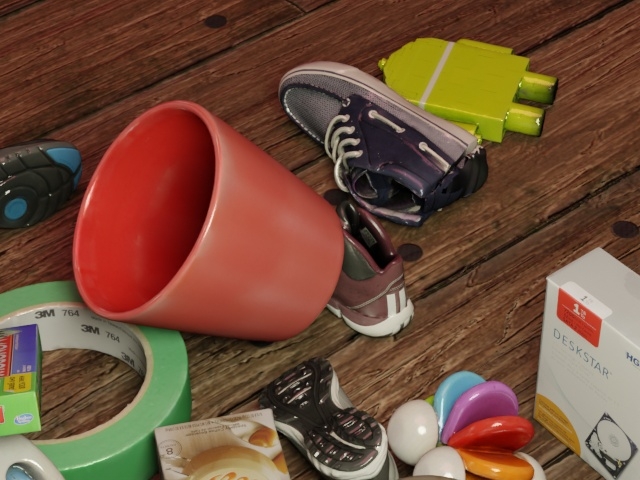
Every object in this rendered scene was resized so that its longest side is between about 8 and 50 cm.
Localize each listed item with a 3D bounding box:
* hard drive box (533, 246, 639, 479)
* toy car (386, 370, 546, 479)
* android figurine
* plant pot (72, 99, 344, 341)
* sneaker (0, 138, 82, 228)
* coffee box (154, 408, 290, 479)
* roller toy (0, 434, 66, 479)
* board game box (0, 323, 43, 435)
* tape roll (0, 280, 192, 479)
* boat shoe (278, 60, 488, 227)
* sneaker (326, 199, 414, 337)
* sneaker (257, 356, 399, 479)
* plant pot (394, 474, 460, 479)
[{"bbox_3d":[0.340,0.154,1.918,0.089,0.232,0.181,-27,47,-27],"label":"hard drive box"},{"bbox_3d":[0.176,0.222,1.890,0.159,0.136,0.182,7,34,-30],"label":"toy car"},{"bbox_3d":[0.206,-0.221,2.488,0.272,0.056,0.248,11,43,13],"label":"android figurine"},{"bbox_3d":[-0.122,-0.002,2.030,0.243,0.275,0.275,23,24,-40],"label":"plant pot"},{"bbox_3d":[-0.489,-0.072,2.280,0.340,0.125,0.139,-22,40,-25],"label":"sneaker"},{"bbox_3d":[-0.093,0.312,1.845,0.141,0.098,0.246,-10,42,-10],"label":"coffee box"},{"bbox_3d":[-0.362,0.292,1.807,0.191,0.209,0.146,30,49,17],"label":"roller toy"},{"bbox_3d":[-0.412,0.160,1.839,0.213,0.046,0.317,-9,11,-8],"label":"board game box"},{"bbox_3d":[-0.316,0.181,2.019,0.321,0.077,0.321,0,41,0],"label":"tape roll"},{"bbox_3d":[0.053,-0.136,2.335,0.340,0.127,0.158,24,39,25],"label":"boat shoe"},{"bbox_3d":[0.000,0.000,2.154,0.281,0.163,0.106,23,46,25],"label":"sneaker"},{"bbox_3d":[0.009,0.226,1.957,0.100,0.108,0.271,-32,31,-7],"label":"sneaker"},{"bbox_3d":[0.100,0.378,1.640,0.323,0.323,0.280,4,26,5],"label":"plant pot"}]
